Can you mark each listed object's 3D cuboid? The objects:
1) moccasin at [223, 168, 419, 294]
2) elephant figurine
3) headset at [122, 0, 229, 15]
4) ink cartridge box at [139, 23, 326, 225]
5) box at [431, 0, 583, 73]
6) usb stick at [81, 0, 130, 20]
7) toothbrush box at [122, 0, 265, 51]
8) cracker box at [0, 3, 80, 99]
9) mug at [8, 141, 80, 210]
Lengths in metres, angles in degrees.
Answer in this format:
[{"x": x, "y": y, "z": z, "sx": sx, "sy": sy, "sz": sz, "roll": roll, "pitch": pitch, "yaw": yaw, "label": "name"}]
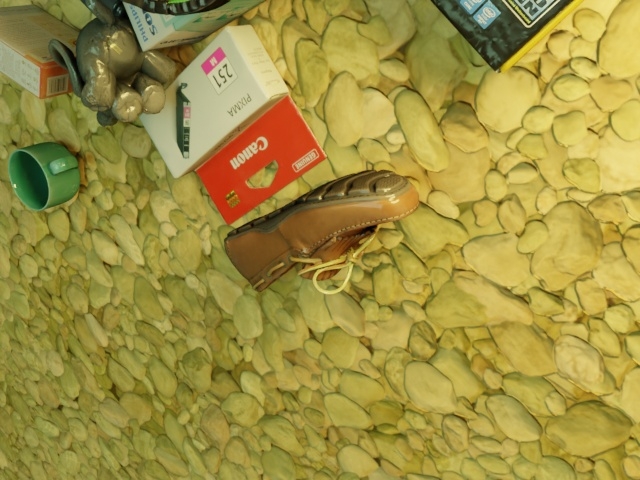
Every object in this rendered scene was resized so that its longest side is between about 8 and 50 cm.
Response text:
[{"x": -0.002, "y": 0.001, "z": 1.024, "sx": 0.380, "sy": 0.139, "sz": 0.147, "roll": -23, "pitch": 96, "yaw": 40, "label": "moccasin"}, {"x": -0.360, "y": -0.281, "z": 1.122, "sx": 0.239, "sy": 0.169, "sz": 0.186, "roll": 24, "pitch": 98, "yaw": 50, "label": "elephant figurine"}, {"x": -0.261, "y": -0.413, "z": 0.836, "sx": 0.394, "sy": 0.185, "sz": 0.243, "roll": 16, "pitch": 117, "yaw": 19, "label": "headset"}, {"x": -0.152, "y": -0.170, "z": 1.111, "sx": 0.275, "sy": 0.060, "sz": 0.239, "roll": -30, "pitch": 89, "yaw": 40, "label": "ink cartridge box"}, {"x": 0.188, "y": -0.386, "z": 0.734, "sx": 0.322, "sy": 0.079, "sz": 0.257, "roll": 48, "pitch": 132, "yaw": 0, "label": "box"}, {"x": -0.426, "y": -0.470, "z": 1.185, "sx": 0.278, "sy": 0.045, "sz": 0.077, "roll": 46, "pitch": 131, "yaw": 10, "label": "usb stick"}, {"x": -0.165, "y": -0.428, "z": 0.963, "sx": 0.295, "sy": 0.126, "sz": 0.216, "roll": -14, "pitch": 101, "yaw": 40, "label": "toothbrush box"}, {"x": -0.511, "y": -0.345, "z": 1.231, "sx": 0.232, "sy": 0.155, "sz": 0.067, "roll": 34, "pitch": 127, "yaw": 20, "label": "cracker box"}, {"x": -0.542, "y": -0.131, "z": 1.387, "sx": 0.157, "sy": 0.097, "sz": 0.130, "roll": 21, "pitch": 120, "yaw": 27, "label": "mug"}]
